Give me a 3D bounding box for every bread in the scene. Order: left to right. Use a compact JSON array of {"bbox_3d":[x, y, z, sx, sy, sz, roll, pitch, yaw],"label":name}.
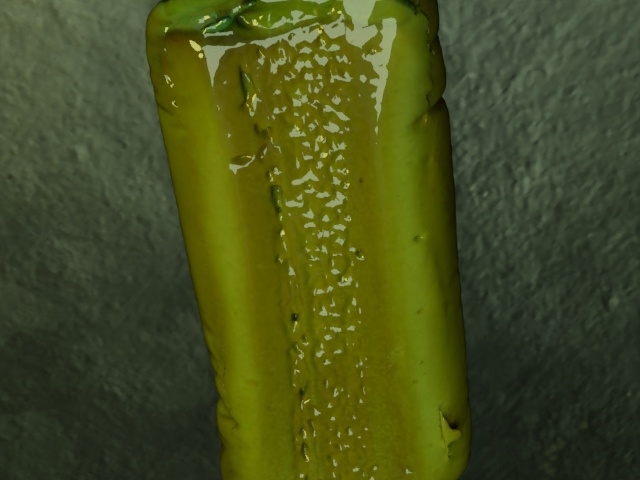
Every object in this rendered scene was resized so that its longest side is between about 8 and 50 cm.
[{"bbox_3d":[0.000,0.000,0.927,0.166,0.112,0.383,-9,118,-2],"label":"bread"}]
